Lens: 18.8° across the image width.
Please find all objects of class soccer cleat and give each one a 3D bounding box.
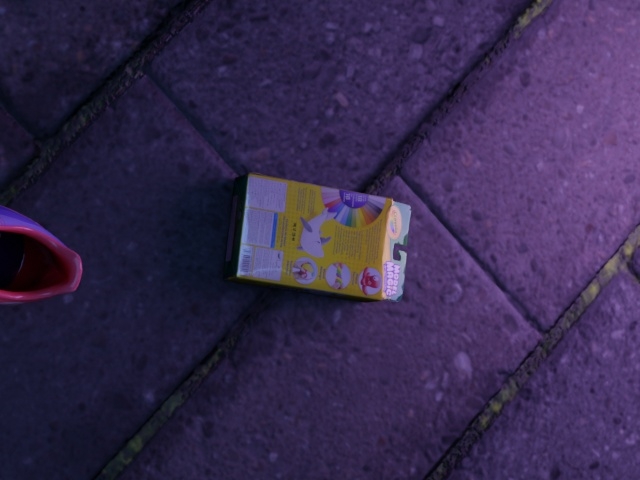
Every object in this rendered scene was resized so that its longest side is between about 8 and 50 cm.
[{"bbox_3d":[-0.339,-0.002,1.610,0.318,0.116,0.108,14,87,-51],"label":"soccer cleat"}]

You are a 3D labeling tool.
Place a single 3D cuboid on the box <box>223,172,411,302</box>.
[{"bbox_3d":[0.000,0.000,1.868,0.179,0.043,0.105,10,81,-21],"label":"box"}]
